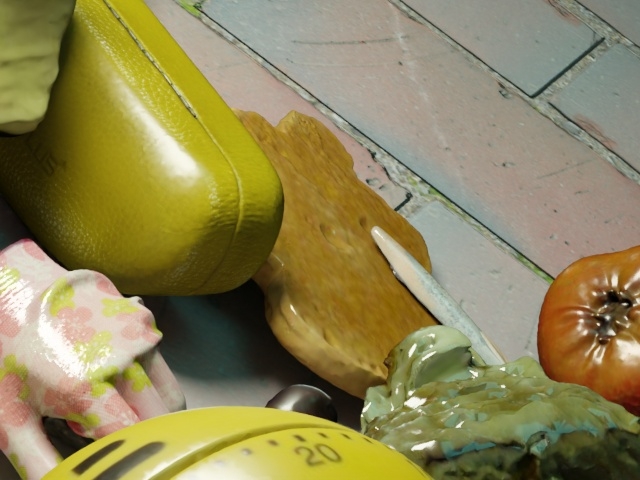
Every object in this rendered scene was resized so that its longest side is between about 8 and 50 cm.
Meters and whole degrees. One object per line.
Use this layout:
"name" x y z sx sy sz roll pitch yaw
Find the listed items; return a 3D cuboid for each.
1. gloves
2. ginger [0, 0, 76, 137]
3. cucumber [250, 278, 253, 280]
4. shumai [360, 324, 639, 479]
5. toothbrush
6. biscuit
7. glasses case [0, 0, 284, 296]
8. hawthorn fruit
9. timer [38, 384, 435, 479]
"gloves" -0.160 0.116 1.405 0.241 0.126 0.145 41 25 12
"ginger" -0.313 -0.195 1.388 0.358 0.211 0.413 45 67 -11
"cucumber" -0.081 0.008 1.731 0.135 0.034 0.033 41 17 -8
"shumai" 0.121 0.187 1.563 0.256 0.189 0.218 -4 26 -24
"toothbrush" 0.172 0.126 1.752 0.375 0.037 0.028 46 21 9
"biscuit" -0.003 0.003 1.759 0.269 0.051 0.376 34 27 -27
"glasses case" -0.190 -0.091 1.634 0.141 0.173 0.371 0 41 -44
"hawthorn fruit" 0.317 0.111 1.836 0.225 0.196 0.196 39 19 -44
"timer" -0.074 0.244 1.131 0.376 0.376 0.387 3 15 -40
